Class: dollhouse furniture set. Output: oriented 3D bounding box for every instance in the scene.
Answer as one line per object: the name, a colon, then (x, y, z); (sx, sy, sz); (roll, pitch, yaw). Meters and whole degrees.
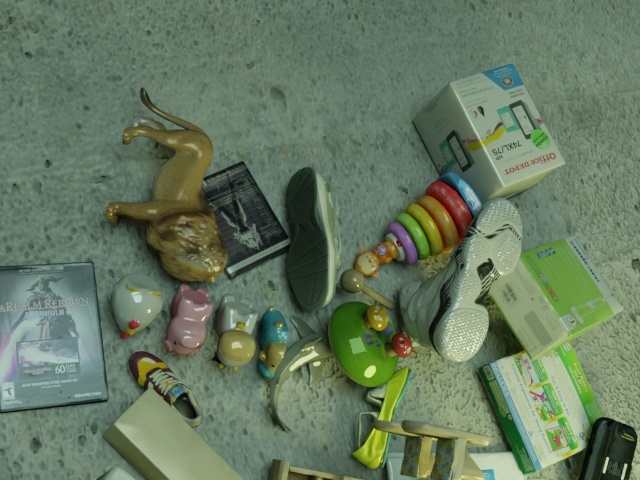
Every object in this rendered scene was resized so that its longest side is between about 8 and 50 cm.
dollhouse furniture set: (0.074, 0.497, 1.652); (0.256, 0.394, 0.362); (14, 76, -16)

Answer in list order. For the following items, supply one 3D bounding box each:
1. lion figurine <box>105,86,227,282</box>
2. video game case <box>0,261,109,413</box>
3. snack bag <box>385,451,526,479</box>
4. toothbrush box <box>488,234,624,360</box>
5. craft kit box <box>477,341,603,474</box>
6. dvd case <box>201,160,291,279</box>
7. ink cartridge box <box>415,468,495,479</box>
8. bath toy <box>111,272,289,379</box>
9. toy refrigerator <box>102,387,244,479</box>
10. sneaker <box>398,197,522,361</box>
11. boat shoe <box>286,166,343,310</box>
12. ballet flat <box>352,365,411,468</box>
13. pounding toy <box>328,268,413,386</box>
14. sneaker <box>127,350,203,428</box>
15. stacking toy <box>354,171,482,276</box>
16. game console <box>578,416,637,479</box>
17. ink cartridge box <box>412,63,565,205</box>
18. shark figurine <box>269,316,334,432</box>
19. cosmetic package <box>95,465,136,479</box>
lion figurine: (-0.287, -0.114, 1.893); (0.240, 0.142, 0.392); (8, 75, -4)
video game case: (-0.510, 0.176, 1.766); (0.196, 0.026, 0.274); (-3, 72, -23)
snack bag: (0.298, 0.594, 1.925); (0.342, 0.037, 0.323); (5, 68, -21)
toothbrush box: (0.518, 0.121, 2.088); (0.283, 0.122, 0.206); (-15, 69, -48)
craft kit box: (0.495, 0.356, 2.076); (0.246, 0.061, 0.250); (-14, 75, -30)
dvd case: (-0.177, -0.046, 1.993); (0.164, 0.018, 0.221); (-27, 81, -30)
ink cartridge box: (0.280, 0.565, 1.859); (0.148, 0.086, 0.203); (0, 68, -22)
bath toy: (-0.242, 0.171, 1.828); (0.348, 0.129, 0.151); (17, 20, -17)
toy refrigerator: (-0.265, 0.410, 1.738); (0.269, 0.094, 0.102); (45, 54, -1)
sneaker: (0.284, 0.076, 1.997); (0.137, 0.210, 0.366); (31, 73, -26)
boat shoe: (-0.002, 0.000, 1.994); (0.103, 0.118, 0.320); (22, 51, -44)
ballet flat: (0.122, 0.352, 1.931); (0.077, 0.077, 0.231); (20, 64, 1)
pounding toy: (0.120, 0.172, 1.921); (0.183, 0.110, 0.237); (32, 46, -30)
sneaker: (-0.288, 0.277, 1.782); (0.185, 0.084, 0.069); (47, 60, 0)
stacking toy: (0.205, -0.010, 2.079); (0.301, 0.166, 0.175); (-29, 86, -14)
game console: (0.607, 0.566, 2.018); (0.213, 0.044, 0.361); (23, 77, -13)
ink cartridge box: (0.388, -0.231, 2.193); (0.198, 0.197, 0.270); (-21, 79, -27)
shark figurine: (-0.035, 0.244, 1.885); (0.166, 0.116, 0.278); (46, 59, 1)
cosmetic package: (-0.358, 0.626, 1.477); (0.327, 0.329, 0.394); (42, 61, -3)
